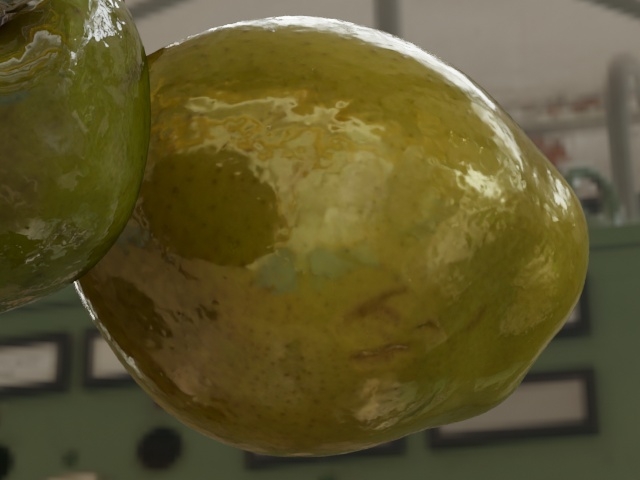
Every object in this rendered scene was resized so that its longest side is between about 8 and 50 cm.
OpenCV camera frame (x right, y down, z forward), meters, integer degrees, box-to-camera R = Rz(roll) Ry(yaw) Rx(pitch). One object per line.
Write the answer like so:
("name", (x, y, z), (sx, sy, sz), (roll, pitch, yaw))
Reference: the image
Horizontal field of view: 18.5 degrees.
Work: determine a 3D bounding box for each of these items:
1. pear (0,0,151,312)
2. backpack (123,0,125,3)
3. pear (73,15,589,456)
("pear", (-0.235, -0.074, 1.276), (0.253, 0.253, 0.307), (11, -26, -20))
("backpack", (-0.333, -0.243, 1.765), (0.317, 0.197, 0.283), (-12, -33, 3))
("pear", (0.000, 0.000, 1.607), (0.418, 0.362, 0.362), (17, -31, -15))
